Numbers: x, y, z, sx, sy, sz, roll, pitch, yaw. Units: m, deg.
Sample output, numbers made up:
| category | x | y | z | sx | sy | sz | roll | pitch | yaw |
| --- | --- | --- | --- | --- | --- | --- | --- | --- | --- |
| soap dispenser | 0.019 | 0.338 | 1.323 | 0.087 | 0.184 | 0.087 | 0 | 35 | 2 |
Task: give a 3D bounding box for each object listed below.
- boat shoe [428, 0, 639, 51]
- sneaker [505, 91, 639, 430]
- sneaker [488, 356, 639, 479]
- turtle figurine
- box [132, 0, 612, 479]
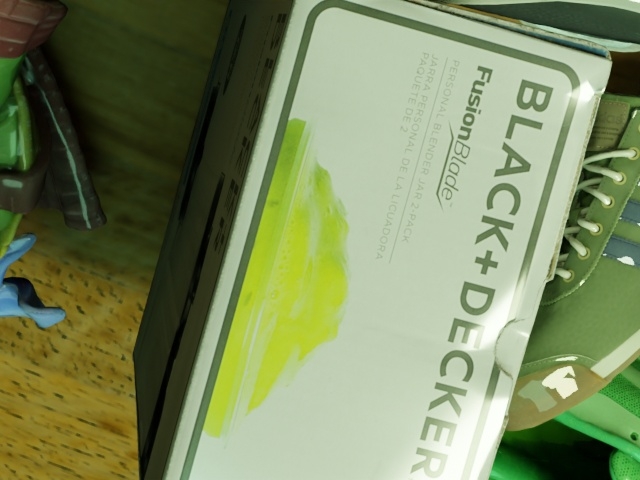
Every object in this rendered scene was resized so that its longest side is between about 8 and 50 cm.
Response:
| category | x | y | z | sx | sy | sz | roll | pitch | yaw |
| --- | --- | --- | --- | --- | --- | --- | --- | --- | --- |
| boat shoe | 0.119 | -0.122 | 0.693 | 0.302 | 0.091 | 0.114 | 12 | 103 | -13 |
| sneaker | 0.119 | -0.018 | 0.748 | 0.192 | 0.064 | 0.086 | -38 | 108 | -15 |
| sneaker | 0.149 | 0.089 | 0.819 | 0.295 | 0.123 | 0.109 | 10 | 139 | -1 |
| turtle figurine | -0.189 | -0.061 | 0.688 | 0.274 | 0.198 | 0.266 | 19 | 122 | -15 |
| box | 0.000 | 0.000 | 0.640 | 0.087 | 0.290 | 0.169 | 15 | 96 | -8 |
